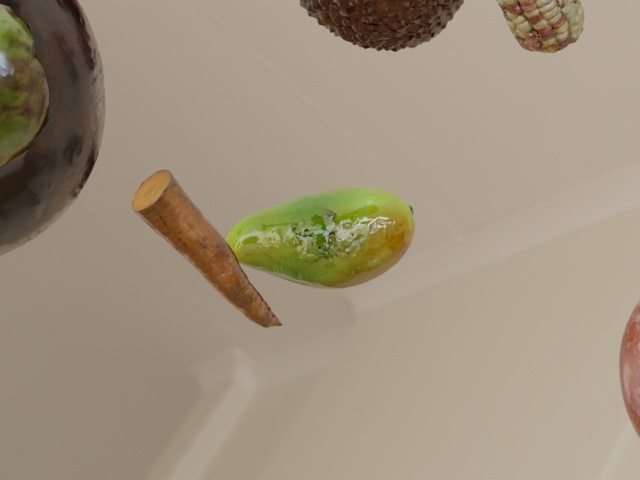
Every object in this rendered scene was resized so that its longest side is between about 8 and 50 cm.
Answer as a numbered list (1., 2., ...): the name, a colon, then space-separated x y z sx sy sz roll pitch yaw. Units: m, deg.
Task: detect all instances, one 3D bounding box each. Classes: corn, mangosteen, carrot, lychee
1. corn: 0.181 -0.273 1.469 0.079 0.079 0.237 10 -32 39
2. mangosteen: -0.335 -0.115 1.346 0.306 0.306 0.359 45 5 -19
3. carrot: -0.114 0.024 1.679 0.057 0.057 0.224 -5 -49 51
4. lychee: 0.065 -0.298 1.718 0.188 0.188 0.188 26 -29 16

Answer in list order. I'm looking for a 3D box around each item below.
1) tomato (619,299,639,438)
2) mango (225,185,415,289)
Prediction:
1. tomato: 0.461 0.136 1.762 0.270 0.270 0.227 52 -4 -31
2. mango: 0.000 0.000 1.894 0.233 0.125 0.111 -8 -63 7
